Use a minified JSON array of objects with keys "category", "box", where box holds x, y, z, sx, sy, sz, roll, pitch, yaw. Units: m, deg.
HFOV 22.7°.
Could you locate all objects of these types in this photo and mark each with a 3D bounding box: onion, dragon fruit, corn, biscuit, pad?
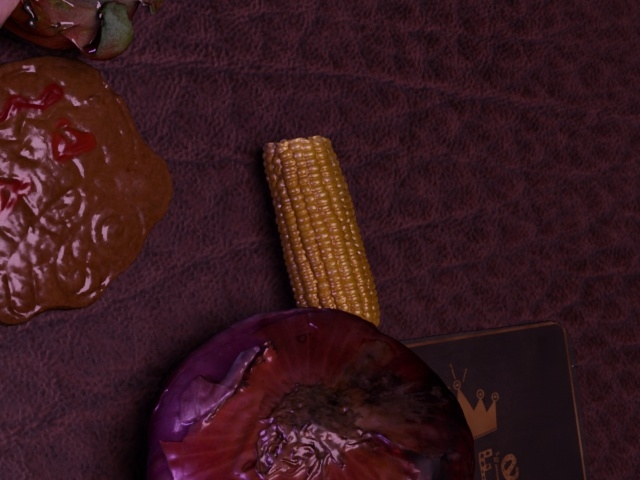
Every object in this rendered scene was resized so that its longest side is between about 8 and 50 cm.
[{"category":"onion","box":[-0.014,0.249,1.673,0.348,0.285,0.347,3,54,-4]},{"category":"dragon fruit","box":[-0.264,-0.326,1.619,0.268,0.130,0.295,-4,87,-35]},{"category":"corn","box":[0.000,0.000,1.788,0.093,0.093,0.244,-18,94,-34]},{"category":"biscuit","box":[-0.287,-0.053,1.626,0.273,0.049,0.257,-45,110,-28]},{"category":"pad","box":[0.201,0.263,1.915,0.375,0.063,0.314,-7,89,-34]}]

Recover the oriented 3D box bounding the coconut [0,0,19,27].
[{"category":"coconut","box":[-0.411,-0.314,1.386,0.353,0.353,0.352,4,82,-34]}]
